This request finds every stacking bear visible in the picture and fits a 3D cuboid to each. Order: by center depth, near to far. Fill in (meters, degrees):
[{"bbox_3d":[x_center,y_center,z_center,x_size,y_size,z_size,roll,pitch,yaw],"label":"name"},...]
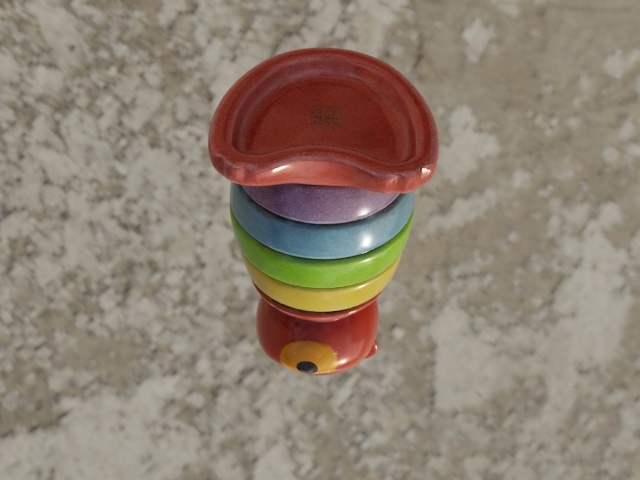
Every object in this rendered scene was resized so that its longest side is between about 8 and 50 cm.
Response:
[{"bbox_3d":[0.000,0.000,1.336,0.175,0.164,0.289,3,133,1],"label":"stacking bear"}]
